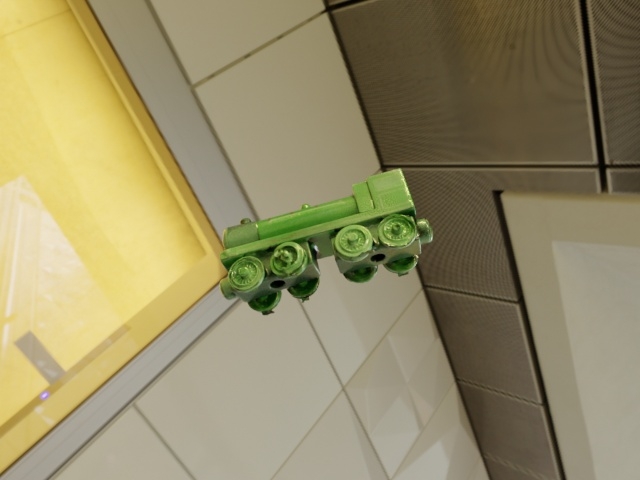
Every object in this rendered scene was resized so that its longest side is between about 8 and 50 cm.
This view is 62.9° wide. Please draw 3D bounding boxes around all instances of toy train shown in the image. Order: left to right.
[{"bbox_3d":[0.000,0.000,0.611,0.085,0.252,0.119,70,6,-56],"label":"toy train"}]
